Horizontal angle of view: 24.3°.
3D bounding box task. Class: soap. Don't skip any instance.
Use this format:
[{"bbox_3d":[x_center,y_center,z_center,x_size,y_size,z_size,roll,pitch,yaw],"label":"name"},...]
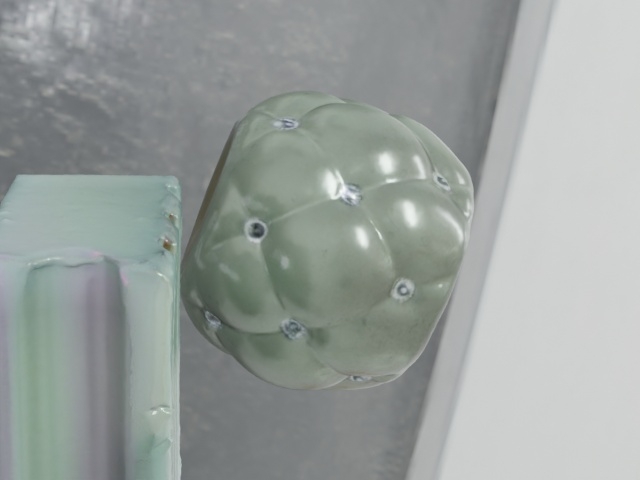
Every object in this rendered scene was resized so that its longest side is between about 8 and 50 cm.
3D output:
[{"bbox_3d":[-0.148,0.141,0.973,0.208,0.115,0.347,-97,-172,-71],"label":"soap"}]

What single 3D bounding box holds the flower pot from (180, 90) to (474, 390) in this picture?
[{"bbox_3d":[0.000,0.000,1.183,0.246,0.195,0.246,-160,-90,-82],"label":"flower pot"}]
